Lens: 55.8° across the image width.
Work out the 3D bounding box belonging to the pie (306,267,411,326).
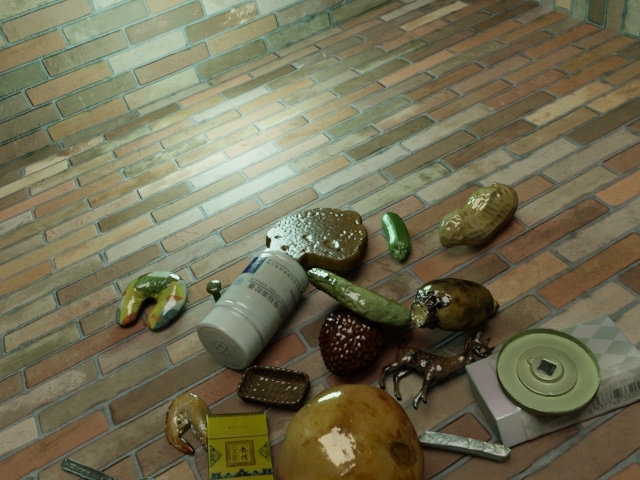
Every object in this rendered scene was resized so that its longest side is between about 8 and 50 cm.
[{"bbox_3d":[0.114,0.162,1.685,0.323,0.323,0.070,23,90,35],"label":"pie"}]

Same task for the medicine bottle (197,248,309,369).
[{"bbox_3d":[-0.196,0.198,1.772,0.190,0.189,0.332,14,49,29],"label":"medicine bottle"}]

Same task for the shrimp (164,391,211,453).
[{"bbox_3d":[-0.340,0.498,1.590,0.133,0.053,0.236,-35,47,-15],"label":"shrimp"}]

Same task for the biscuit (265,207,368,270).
[{"bbox_3d":[0.000,0.000,1.979,0.359,0.074,0.381,-18,34,-18],"label":"biscuit"}]

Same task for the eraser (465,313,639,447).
[{"bbox_3d":[0.580,0.338,1.474,0.397,0.082,0.213,-19,41,-5],"label":"eraser"}]

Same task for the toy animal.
[{"bbox_3d":[0.299,0.317,1.578,0.244,0.087,0.260,20,55,31],"label":"toy animal"}]

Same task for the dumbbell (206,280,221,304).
[{"bbox_3d":[-0.320,0.179,1.882,0.046,0.117,0.052,-7,40,3],"label":"dumbbell"}]

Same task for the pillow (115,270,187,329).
[{"bbox_3d":[-0.544,0.194,1.968,0.234,0.086,0.214,7,56,19],"label":"pillow"}]

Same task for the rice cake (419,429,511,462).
[{"bbox_3d":[0.336,0.483,1.417,0.211,0.043,0.034,4,52,21],"label":"rice cake"}]

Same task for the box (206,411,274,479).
[{"bbox_3d":[-0.196,0.548,1.470,0.153,0.041,0.278,-1,41,-13],"label":"box"}]

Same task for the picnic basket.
[{"bbox_3d":[-0.125,0.400,1.632,0.194,0.054,0.110,5,46,21],"label":"picnic basket"}]

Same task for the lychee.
[{"bbox_3d":[0.080,0.279,1.626,0.188,0.188,0.188,-8,42,7],"label":"lychee"}]

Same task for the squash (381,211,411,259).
[{"bbox_3d":[0.248,-0.018,1.972,0.078,0.068,0.219,0,41,-7],"label":"squash"}]

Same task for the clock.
[{"bbox_3d":[0.538,0.308,1.434,0.235,0.029,0.234,-8,42,8],"label":"clock"}]

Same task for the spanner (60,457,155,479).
[{"bbox_3d":[-0.545,0.612,1.545,0.326,0.026,0.093,9,46,26],"label":"spanner"}]

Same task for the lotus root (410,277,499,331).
[{"bbox_3d":[0.365,0.171,1.633,0.314,0.141,0.169,0,4,-35],"label":"lotus root"}]

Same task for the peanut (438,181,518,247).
[{"bbox_3d":[0.497,-0.076,1.901,0.325,0.153,0.140,-29,38,-26],"label":"peanut"}]

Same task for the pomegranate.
[{"bbox_3d":[0.055,0.487,1.315,0.339,0.338,0.338,-8,42,7],"label":"pomegranate"}]
